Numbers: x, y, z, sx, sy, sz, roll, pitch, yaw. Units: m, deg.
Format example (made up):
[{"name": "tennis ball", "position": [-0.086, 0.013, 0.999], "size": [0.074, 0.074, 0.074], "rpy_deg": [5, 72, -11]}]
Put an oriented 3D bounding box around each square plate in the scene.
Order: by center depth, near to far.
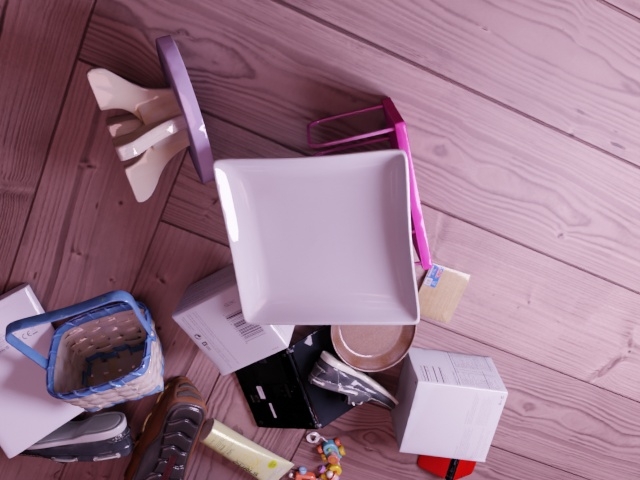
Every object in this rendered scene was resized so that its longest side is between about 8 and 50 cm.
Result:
[{"name": "square plate", "position": [0.000, 0.000, 1.290], "size": [0.344, 0.049, 0.347], "rpy_deg": [-1, 117, 13]}]

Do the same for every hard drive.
[{"name": "hard drive", "position": [-0.651, 0.279, 1.516], "size": [0.210, 0.040, 0.319], "rpy_deg": [-33, 115, -27]}]

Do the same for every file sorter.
[{"name": "file sorter", "position": [0.088, -0.096, 1.369], "size": [0.182, 0.202, 0.291], "rpy_deg": [-13, 113, 4]}]

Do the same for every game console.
[{"name": "game console", "position": [0.324, 0.509, 1.739], "size": [0.124, 0.085, 0.144], "rpy_deg": [-5, 118, -35]}]

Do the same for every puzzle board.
[{"name": "puzzle board", "position": [0.266, 0.117, 1.571], "size": [0.096, 0.011, 0.128], "rpy_deg": [18, 110, -9]}]

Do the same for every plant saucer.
[{"name": "plant saucer", "position": [0.114, 0.189, 1.557], "size": [0.198, 0.036, 0.199], "rpy_deg": [-2, 98, -14]}]

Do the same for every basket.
[{"name": "basket", "position": [-0.464, 0.220, 1.454], "size": [0.254, 0.201, 0.289], "rpy_deg": [-15, 144, 2]}]

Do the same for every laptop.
[{"name": "laptop", "position": [-0.045, 0.304, 1.632], "size": [0.264, 0.136, 0.234], "rpy_deg": [-6, 115, 27]}]

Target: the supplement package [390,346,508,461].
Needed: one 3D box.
[{"name": "supplement package", "position": [0.284, 0.369, 1.603], "size": [0.203, 0.149, 0.194], "rpy_deg": [9, 112, -7]}]

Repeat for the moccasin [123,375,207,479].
[{"name": "moccasin", "position": [-0.379, 0.488, 1.634], "size": [0.139, 0.147, 0.380], "rpy_deg": [12, 109, -23]}]

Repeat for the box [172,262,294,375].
[{"name": "box", "position": [-0.177, 0.158, 1.486], "size": [0.182, 0.119, 0.181], "rpy_deg": [-27, 112, 23]}]

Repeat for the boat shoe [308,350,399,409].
[{"name": "boat shoe", "position": [0.075, 0.329, 1.580], "size": [0.233, 0.084, 0.079], "rpy_deg": [32, 88, -26]}]

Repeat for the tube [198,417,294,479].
[{"name": "tube", "position": [-0.179, 0.509, 1.689], "size": [0.240, 0.062, 0.070], "rpy_deg": [39, 146, -22]}]

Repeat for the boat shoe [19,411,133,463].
[{"name": "boat shoe", "position": [-0.571, 0.461, 1.598], "size": [0.302, 0.114, 0.091], "rpy_deg": [-7, 111, 16]}]

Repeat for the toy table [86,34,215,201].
[{"name": "toy table", "position": [-0.307, -0.215, 1.292], "size": [0.161, 0.252, 0.274], "rpy_deg": [-21, 105, -12]}]

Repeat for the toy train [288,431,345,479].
[{"name": "toy train", "position": [-0.005, 0.550, 1.720], "size": [0.125, 0.046, 0.166], "rpy_deg": [12, 112, -8]}]
